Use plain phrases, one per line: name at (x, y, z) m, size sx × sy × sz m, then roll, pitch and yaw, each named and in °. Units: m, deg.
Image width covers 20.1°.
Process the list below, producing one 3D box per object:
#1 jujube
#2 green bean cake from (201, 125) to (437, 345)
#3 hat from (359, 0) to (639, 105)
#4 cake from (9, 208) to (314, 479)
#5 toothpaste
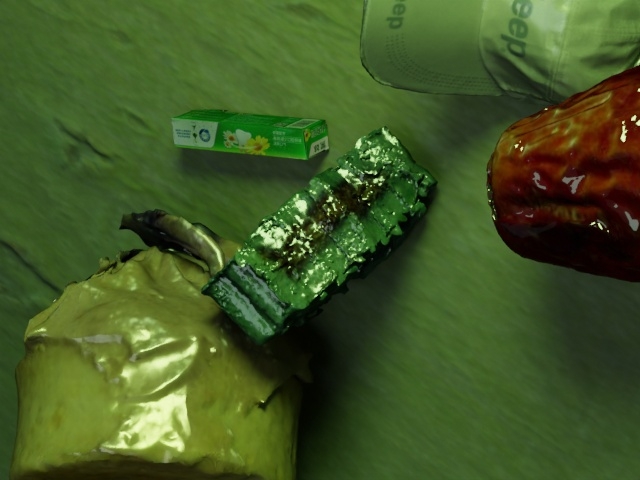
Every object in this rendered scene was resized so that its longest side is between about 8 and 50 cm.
jujube at (0.291, -0.062, 1.573) m, size 0.290 × 0.197 × 0.197 m, roll -8°, pitch 103°, yaw 27°
green bean cake at (0.000, 0.000, 1.806) m, size 0.107 × 0.208 × 0.193 m, roll 50°, pitch 131°, yaw 5°
hat at (0.170, -0.199, 1.615) m, size 0.149 × 0.244 × 0.214 m, roll 35°, pitch 129°, yaw 46°
cake at (-0.173, 0.137, 1.971) m, size 0.332 × 0.332 × 0.321 m, roll -15°, pitch 61°, yaw 39°
toothpaste at (-0.075, -0.113, 1.918) m, size 0.178 × 0.043 × 0.037 m, roll 7°, pitch 114°, yaw 34°
